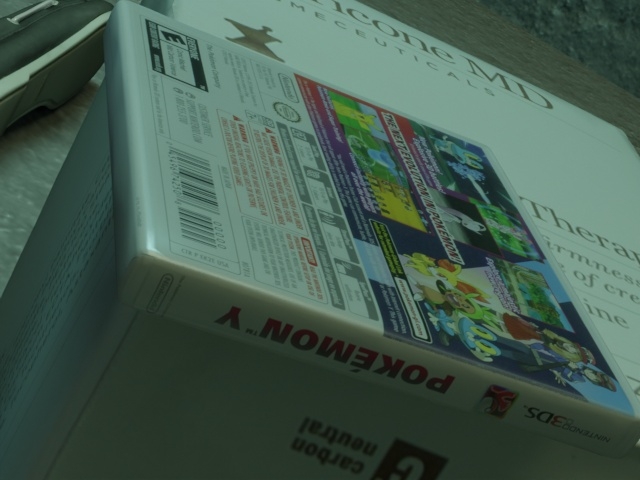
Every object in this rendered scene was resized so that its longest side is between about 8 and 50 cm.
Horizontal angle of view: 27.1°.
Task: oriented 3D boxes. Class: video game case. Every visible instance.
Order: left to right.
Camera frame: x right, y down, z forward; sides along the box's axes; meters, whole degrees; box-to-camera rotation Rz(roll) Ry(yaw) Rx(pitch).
[{"bbox_3d":[0.009,-0.012,0.490,0.183,0.023,0.201,19,25,-21],"label":"video game case"}]

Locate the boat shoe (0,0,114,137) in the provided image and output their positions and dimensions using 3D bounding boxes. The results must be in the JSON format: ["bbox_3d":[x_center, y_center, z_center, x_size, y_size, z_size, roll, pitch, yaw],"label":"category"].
[{"bbox_3d":[-0.269,-0.162,1.152,0.095,0.112,0.335,35,27,-1],"label":"boat shoe"}]

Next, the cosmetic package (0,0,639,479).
[{"bbox_3d":[0.001,0.091,0.704,0.329,0.327,0.393,22,25,-17],"label":"cosmetic package"}]
